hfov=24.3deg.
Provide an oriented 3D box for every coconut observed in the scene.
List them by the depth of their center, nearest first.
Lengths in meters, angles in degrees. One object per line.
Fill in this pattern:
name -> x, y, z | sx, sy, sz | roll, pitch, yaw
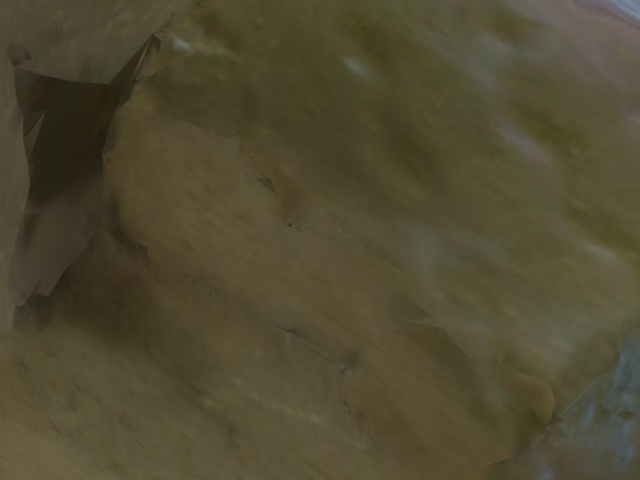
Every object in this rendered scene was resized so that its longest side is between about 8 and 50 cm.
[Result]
coconut -> 0.000, 0.000, 0.558 | 0.352, 0.353, 0.352 | 173, -90, -76
